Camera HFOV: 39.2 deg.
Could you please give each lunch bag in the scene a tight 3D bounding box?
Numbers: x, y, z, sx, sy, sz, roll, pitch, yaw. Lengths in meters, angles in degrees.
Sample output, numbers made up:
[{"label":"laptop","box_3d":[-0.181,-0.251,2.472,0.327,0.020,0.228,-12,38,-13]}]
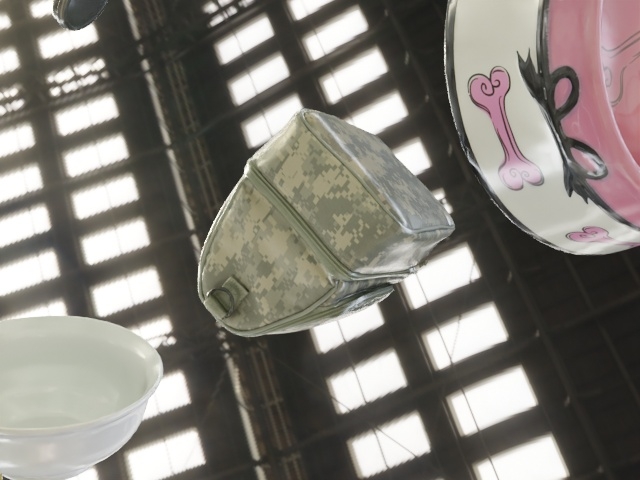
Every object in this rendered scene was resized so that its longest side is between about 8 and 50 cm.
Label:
[{"label":"lunch bag","box_3d":[0.000,0.000,1.138,0.256,0.305,0.212,-44,-102,16]}]

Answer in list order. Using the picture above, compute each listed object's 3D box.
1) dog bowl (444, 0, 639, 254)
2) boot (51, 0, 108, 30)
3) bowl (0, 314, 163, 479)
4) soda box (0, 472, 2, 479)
[{"label":"dog bowl","box_3d":[0.323,-0.183,0.868,0.150,0.408,0.408,6,-118,59]},{"label":"boot","box_3d":[-0.403,-0.410,1.248,0.229,0.091,0.263,7,-115,5]},{"label":"bowl","box_3d":[-0.358,0.220,1.173,0.298,0.298,0.134,16,-66,23]},{"label":"soda box","box_3d":[-0.368,0.243,0.775,0.181,0.061,0.058,-1,-114,-19]}]
